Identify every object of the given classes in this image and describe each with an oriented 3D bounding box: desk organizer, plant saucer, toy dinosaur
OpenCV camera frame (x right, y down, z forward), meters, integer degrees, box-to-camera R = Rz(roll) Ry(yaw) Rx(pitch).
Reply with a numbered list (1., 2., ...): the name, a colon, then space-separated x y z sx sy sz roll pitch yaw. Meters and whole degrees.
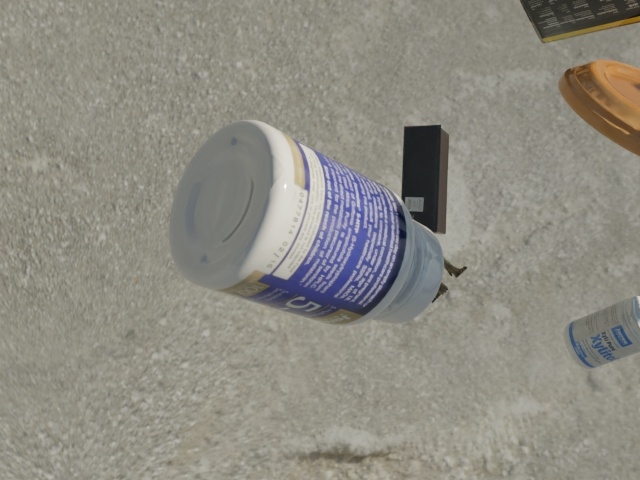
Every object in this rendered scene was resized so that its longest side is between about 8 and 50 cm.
1. desk organizer: 0.129 -0.072 0.876 0.047 0.050 0.130 1 86 24
2. plant saucer: 0.361 -0.144 0.787 0.200 0.037 0.200 16 36 -12
3. toy dinosaur: 0.110 0.019 0.794 0.092 0.183 0.053 44 86 8

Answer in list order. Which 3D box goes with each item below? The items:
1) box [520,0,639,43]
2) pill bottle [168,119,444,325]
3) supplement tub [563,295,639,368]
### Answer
1. box: 0.417 -0.337 0.800 0.257 0.322 0.079 -37 106 -7
2. pill bottle: 0.000 0.000 0.502 0.187 0.112 0.111 22 60 -41
3. supplement tub: 0.390 0.125 0.955 0.071 0.107 0.071 23 50 -31
